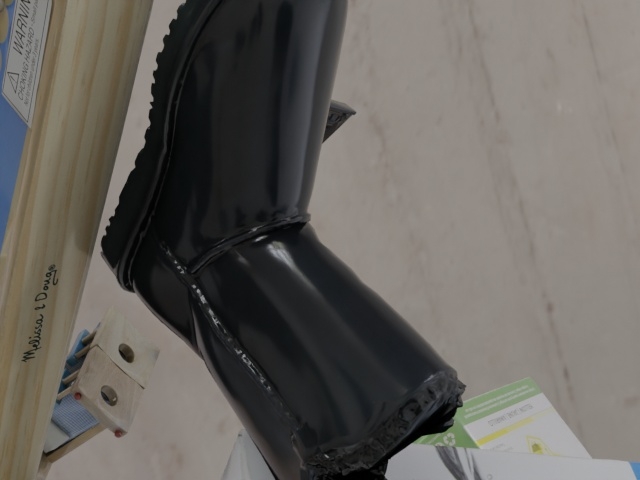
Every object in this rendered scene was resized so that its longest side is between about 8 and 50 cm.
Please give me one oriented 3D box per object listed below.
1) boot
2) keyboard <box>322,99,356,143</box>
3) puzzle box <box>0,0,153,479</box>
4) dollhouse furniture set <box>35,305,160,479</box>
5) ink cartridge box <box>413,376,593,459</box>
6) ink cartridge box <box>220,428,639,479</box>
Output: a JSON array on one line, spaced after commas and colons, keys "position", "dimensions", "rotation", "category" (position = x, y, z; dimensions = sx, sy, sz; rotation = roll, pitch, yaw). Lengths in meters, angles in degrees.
[{"position": [0.000, 0.000, 0.737], "dimensions": [0.207, 0.094, 0.246], "rotation": [47, 132, 24], "category": "boot"}, {"position": [-0.043, -0.108, 1.213], "dimensions": [0.108, 0.180, 0.023], "rotation": [-42, 62, 26], "category": "keyboard"}, {"position": [-0.222, -0.059, 0.872], "dimensions": [0.272, 0.052, 0.409], "rotation": [49, 136, 31], "category": "puzzle box"}, {"position": [-0.268, 0.108, 1.396], "dimensions": [0.129, 0.129, 0.183], "rotation": [-34, 112, 27], "category": "dollhouse furniture set"}, {"position": [0.184, 0.223, 1.172], "dimensions": [0.056, 0.171, 0.235], "rotation": [-44, 73, 23], "category": "ink cartridge box"}, {"position": [0.076, 0.235, 0.881], "dimensions": [0.307, 0.129, 0.223], "rotation": [7, 131, -17], "category": "ink cartridge box"}]
